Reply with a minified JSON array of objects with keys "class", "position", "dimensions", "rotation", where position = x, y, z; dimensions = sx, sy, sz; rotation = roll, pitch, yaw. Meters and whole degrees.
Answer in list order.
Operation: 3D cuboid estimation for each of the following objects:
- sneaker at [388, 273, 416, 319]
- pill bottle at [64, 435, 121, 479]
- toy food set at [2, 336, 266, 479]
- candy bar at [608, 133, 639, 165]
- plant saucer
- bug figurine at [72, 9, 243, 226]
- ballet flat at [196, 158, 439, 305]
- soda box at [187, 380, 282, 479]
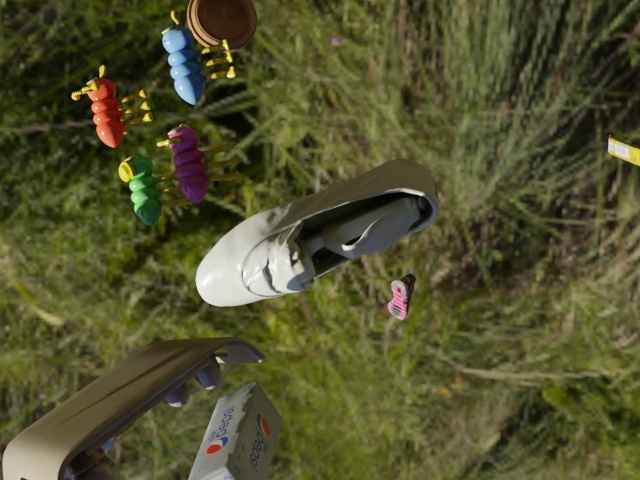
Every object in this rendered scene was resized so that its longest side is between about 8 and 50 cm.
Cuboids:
[{"class":"sneaker","position":[0.173,0.113,2.146],"dimensions":[0.047,0.119,0.057],"rotation":[33,-127,22]},{"class":"pill bottle","position":[-0.332,0.269,1.453],"dimensions":[0.087,0.160,0.087],"rotation":[39,164,14]},{"class":"toy food set","position":[-0.234,0.223,1.297],"dimensions":[0.306,0.092,0.219],"rotation":[-35,-167,-30]},{"class":"candy bar","position":[0.558,-0.149,1.831],"dimensions":[0.018,0.040,0.161],"rotation":[-22,-151,-20]},{"class":"plant saucer","position":[-0.114,-0.262,1.225],"dimensions":[0.083,0.084,0.013],"rotation":[2,170,-18]},{"class":"bug figurine","position":[-0.196,-0.135,1.246],"dimensions":[0.072,0.216,0.279],"rotation":[-16,178,-40]},{"class":"ballet flat","position":[0.000,0.000,1.572],"dimensions":[0.400,0.139,0.139],"rotation":[-26,-172,-3]},{"class":"soda box","position":[-0.146,0.368,1.834],"dimensions":[0.091,0.098,0.286],"rotation":[-27,-163,16]}]
